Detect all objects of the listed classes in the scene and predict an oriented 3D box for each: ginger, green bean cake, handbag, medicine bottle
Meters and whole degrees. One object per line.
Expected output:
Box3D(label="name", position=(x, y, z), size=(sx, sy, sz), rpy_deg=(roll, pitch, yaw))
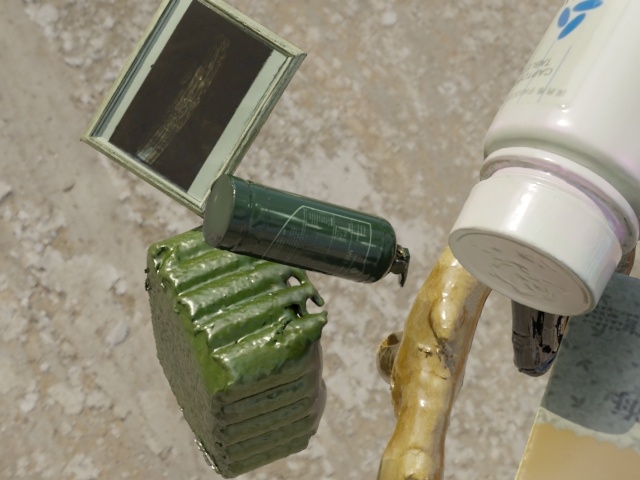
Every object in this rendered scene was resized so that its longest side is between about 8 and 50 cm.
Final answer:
Box3D(label="ginger", position=(0.138, 0.185, 1.434), size=(0.122, 0.348, 0.363), rpy_deg=(15, 43, 0))
Box3D(label="green bean cake", position=(-0.129, 0.158, 1.716), size=(0.218, 0.319, 0.335), rpy_deg=(-18, 56, -19))
Box3D(label="handbag", position=(0.388, 0.055, 1.677), size=(0.088, 0.244, 0.275), rpy_deg=(24, 48, 33))
Box3D(label="medicine bottle", position=(0.238, -0.088, 0.953), size=(0.170, 0.170, 0.293), rpy_deg=(35, 71, -12))

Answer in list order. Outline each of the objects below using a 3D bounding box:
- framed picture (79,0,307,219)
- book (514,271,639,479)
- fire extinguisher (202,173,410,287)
Box3D(label="framed picture", position=(-0.191, -0.213, 1.627), size=(0.231, 0.293, 0.018), rpy_deg=(32, 6, 3))
Box3D(label="book", position=(0.308, 0.194, 0.923), size=(0.269, 0.032, 0.389), rpy_deg=(15, 51, 15))
Box3D(label="fire extinguisher", position=(0.000, 0.000, 1.441), size=(0.311, 0.114, 0.095), rpy_deg=(13, 41, -27))
